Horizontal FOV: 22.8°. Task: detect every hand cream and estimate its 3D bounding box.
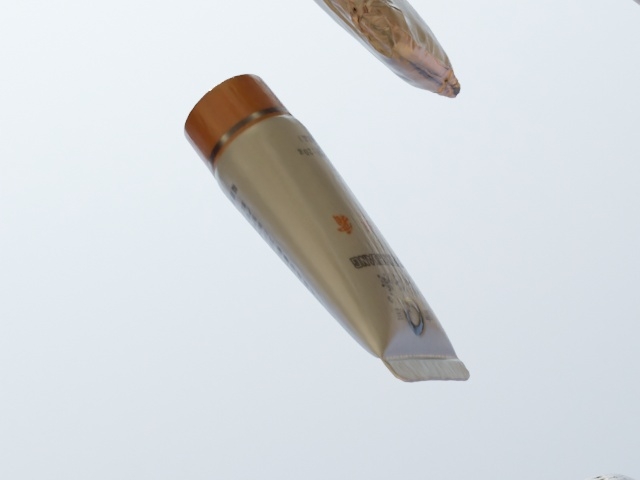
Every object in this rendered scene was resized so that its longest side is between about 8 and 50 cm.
[{"bbox_3d":[0.000,0.000,1.304,0.089,0.139,0.314,-44,-110,19],"label":"hand cream"}]

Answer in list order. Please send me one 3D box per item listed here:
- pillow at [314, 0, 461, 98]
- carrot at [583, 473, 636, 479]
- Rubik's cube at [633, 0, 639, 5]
[{"bbox_3d":[0.031,-0.259,1.638,0.067,0.173,0.270,-45,-116,12],"label":"pillow"},{"bbox_3d":[0.148,0.170,0.698,0.060,0.060,0.186,-19,-150,1],"label":"carrot"},{"bbox_3d":[0.402,-0.344,1.370,0.319,0.316,0.322,41,-61,16],"label":"Rubik's cube"}]
